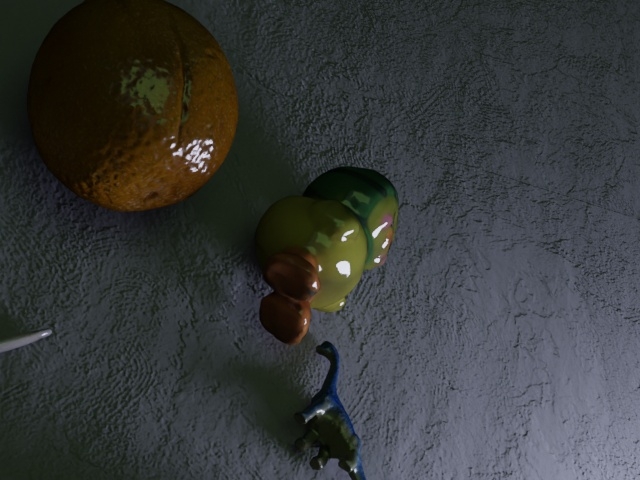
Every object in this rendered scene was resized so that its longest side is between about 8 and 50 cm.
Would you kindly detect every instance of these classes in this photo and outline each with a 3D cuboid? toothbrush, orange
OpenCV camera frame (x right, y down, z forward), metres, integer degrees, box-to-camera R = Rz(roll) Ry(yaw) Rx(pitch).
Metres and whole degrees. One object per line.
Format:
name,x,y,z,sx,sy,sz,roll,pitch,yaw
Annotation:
toothbrush,-0.522,0.173,1.841,0.307,0.025,0.030,-15,81,-35
orange,-0.294,-0.222,2.013,0.322,0.322,0.357,1,56,-29

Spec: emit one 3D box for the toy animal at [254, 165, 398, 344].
toy animal,-0.002,-0.002,2.133,0.191,0.216,0.338,27,45,19

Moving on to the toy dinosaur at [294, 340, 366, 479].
toy dinosaur,0.046,0.293,2.076,0.247,0.075,0.188,43,44,5
